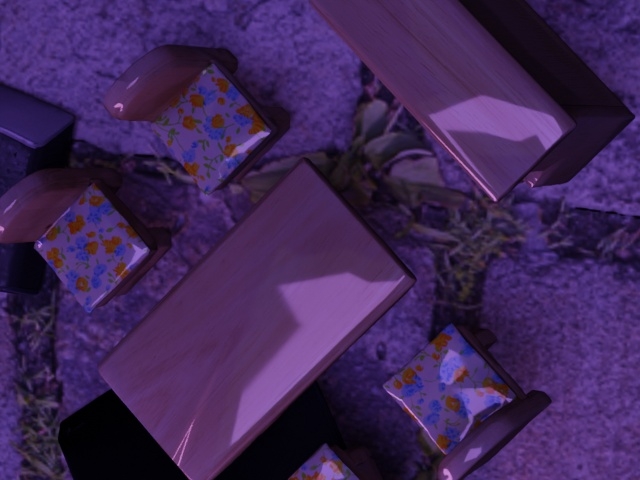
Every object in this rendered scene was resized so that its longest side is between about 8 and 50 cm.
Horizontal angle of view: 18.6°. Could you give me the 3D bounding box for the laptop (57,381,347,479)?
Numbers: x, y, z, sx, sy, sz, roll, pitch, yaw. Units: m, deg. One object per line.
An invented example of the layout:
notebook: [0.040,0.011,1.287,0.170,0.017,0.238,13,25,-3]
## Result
laptop: [-0.044,0.212,1.562,0.234,0.136,0.264,-33,122,22]

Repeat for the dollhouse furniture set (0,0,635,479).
dollhouse furniture set: [0.000,0.000,1.316,0.394,0.256,0.362,-45,79,15]

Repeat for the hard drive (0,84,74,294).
hard drive: [-0.330,-0.058,1.528,0.255,0.054,0.172,18,110,8]
